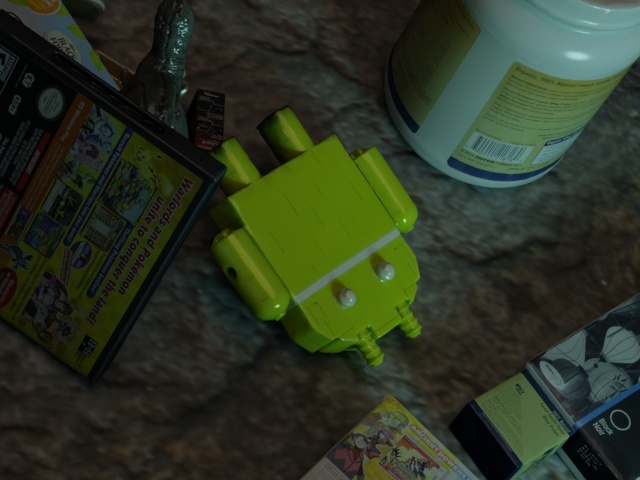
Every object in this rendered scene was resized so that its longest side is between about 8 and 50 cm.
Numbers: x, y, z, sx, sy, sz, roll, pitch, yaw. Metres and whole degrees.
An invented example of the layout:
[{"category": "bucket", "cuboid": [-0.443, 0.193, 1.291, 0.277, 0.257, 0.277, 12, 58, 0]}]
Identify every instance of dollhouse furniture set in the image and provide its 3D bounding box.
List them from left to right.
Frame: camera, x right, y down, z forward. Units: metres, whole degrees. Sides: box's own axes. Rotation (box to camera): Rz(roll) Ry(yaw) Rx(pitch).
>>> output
[{"category": "dollhouse furniture set", "cuboid": [-0.195, -0.158, 1.942, 0.114, 0.081, 0.091, 32, 53, 0]}]

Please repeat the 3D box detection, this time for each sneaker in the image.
[{"category": "sneaker", "cuboid": [-0.281, -0.283, 2.013, 0.118, 0.042, 0.067, 19, 57, -7]}]

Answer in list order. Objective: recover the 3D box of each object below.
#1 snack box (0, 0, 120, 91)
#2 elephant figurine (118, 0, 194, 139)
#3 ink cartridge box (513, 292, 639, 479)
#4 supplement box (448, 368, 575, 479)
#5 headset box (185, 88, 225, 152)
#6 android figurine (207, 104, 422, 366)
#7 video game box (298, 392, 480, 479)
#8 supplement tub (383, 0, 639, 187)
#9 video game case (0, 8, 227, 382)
[{"category": "snack box", "cuboid": [-0.324, -0.153, 1.895, 0.207, 0.070, 0.174, -23, 69, -34]}, {"category": "elephant figurine", "cuboid": [-0.179, -0.078, 1.797, 0.169, 0.239, 0.186, -25, 71, -33]}, {"category": "ink cartridge box", "cuboid": [0.367, 0.134, 1.992, 0.333, 0.065, 0.165, -28, 72, -34]}, {"category": "supplement box", "cuboid": [0.191, 0.189, 1.888, 0.083, 0.056, 0.083, -27, 72, -33]}, {"category": "headset box", "cuboid": [-0.122, -0.104, 1.949, 0.032, 0.062, 0.083, 12, 56, -15]}, {"category": "android figurine", "cuboid": [0.000, 0.000, 1.902, 0.248, 0.056, 0.273, -31, 86, -40]}, {"category": "video game box", "cuboid": [0.076, 0.274, 1.793, 0.205, 0.048, 0.187, 44, 56, 9]}, {"category": "supplement tub", "cuboid": [0.220, -0.226, 2.005, 0.228, 0.316, 0.228, 11, 56, -16]}, {"category": "video game case", "cuboid": [-0.248, -0.035, 1.725, 0.248, 0.275, 0.035, 35, 34, 3]}]
